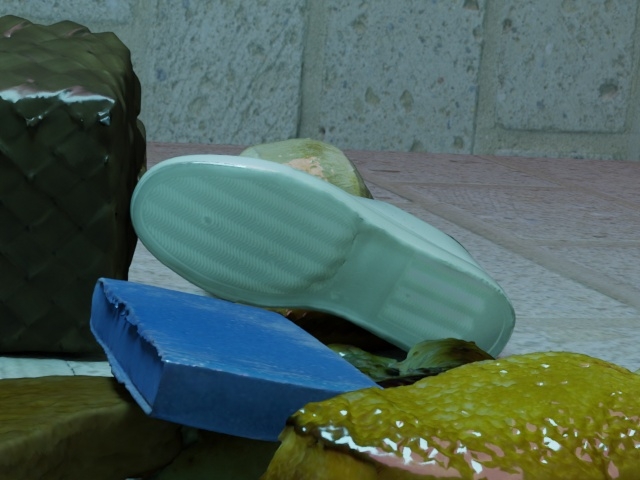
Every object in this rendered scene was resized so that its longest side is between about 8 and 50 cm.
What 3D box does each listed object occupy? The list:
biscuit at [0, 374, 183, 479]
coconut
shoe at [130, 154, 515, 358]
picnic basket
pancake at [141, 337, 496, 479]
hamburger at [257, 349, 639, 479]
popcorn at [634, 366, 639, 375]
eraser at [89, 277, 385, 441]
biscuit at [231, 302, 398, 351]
[{"bbox_3d":[-0.295,0.143,0.945,0.368,0.076,0.394,0,6,12],"label":"biscuit"},{"bbox_3d":[-0.025,-0.018,1.759,0.194,0.194,0.194,4,9,-1],"label":"coconut"},{"bbox_3d":[0.000,0.000,1.520,0.363,0.132,0.160,22,15,-14],"label":"shoe"},{"bbox_3d":[-0.284,-0.061,1.537,0.254,0.291,0.321,2,22,-9],"label":"picnic basket"},{"bbox_3d":[-0.006,0.114,1.284,0.426,0.067,0.305,-6,12,-40],"label":"pancake"},{"bbox_3d":[0.103,0.153,0.868,0.283,0.144,0.156,-8,22,-37],"label":"hamburger"},{"bbox_3d":[0.341,0.092,1.332,0.180,0.170,0.180,22,11,-5],"label":"popcorn"},{"bbox_3d":[-0.062,0.076,1.076,0.144,0.043,0.312,12,4,-16],"label":"eraser"},{"bbox_3d":[0.009,0.077,1.626,0.176,0.031,0.228,13,13,38],"label":"biscuit"}]
